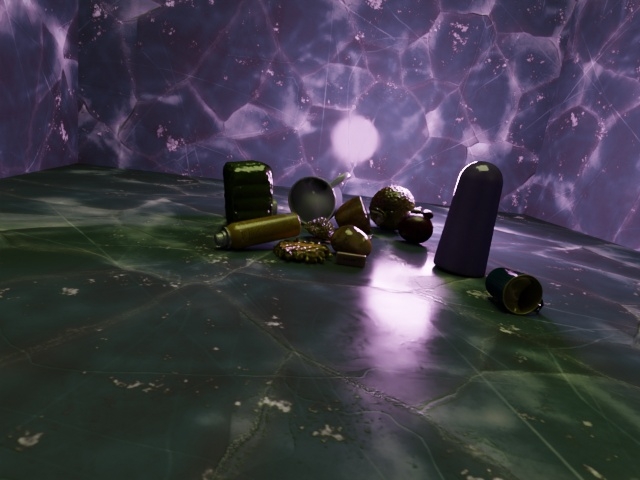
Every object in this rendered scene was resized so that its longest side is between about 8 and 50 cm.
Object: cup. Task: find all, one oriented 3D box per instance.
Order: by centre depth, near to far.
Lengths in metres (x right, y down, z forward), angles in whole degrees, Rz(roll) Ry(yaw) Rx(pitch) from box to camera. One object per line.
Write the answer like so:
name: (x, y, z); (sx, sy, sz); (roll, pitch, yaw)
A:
cup: (0.646, 0.169, 1.432); (0.176, 0.131, 0.155); (36, 5, -10)
cup: (0.022, -0.253, 2.344); (0.259, 0.356, 0.274); (53, 15, 0)

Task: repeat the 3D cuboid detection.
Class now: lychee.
lychee: (0.402, -0.182, 2.426); (0.269, 0.270, 0.320); (7, 32, -2)

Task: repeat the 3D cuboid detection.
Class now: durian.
durian: (-0.007, -0.060, 1.977); (0.146, 0.103, 0.208); (18, 6, 18)

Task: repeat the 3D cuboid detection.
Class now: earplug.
earplug: (0.616, -0.094, 1.761); (0.215, 0.457, 0.215); (10, 12, -2)

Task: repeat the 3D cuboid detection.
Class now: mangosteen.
mangosteen: (0.489, -0.082, 2.199); (0.199, 0.200, 0.200); (7, 13, -2)

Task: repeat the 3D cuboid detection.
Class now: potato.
potato: (0.129, 0.003, 1.789); (0.175, 0.137, 0.137); (11, 14, 4)

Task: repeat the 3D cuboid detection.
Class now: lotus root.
lotus root: (0.169, -0.107, 2.261); (0.179, 0.199, 0.188); (-19, -30, 8)

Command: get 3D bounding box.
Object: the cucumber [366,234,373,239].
cucumber: (0.195, 0.005, 1.990); (0.070, 0.046, 0.220); (8, 12, 11)

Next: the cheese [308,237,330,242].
cheese: (0.000, 0.001, 1.950); (0.111, 0.017, 0.047); (7, 16, -5)

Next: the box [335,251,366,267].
box: (0.115, 0.073, 1.649); (0.115, 0.048, 0.025); (9, 9, 1)

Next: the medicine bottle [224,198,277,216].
medicine bottle: (-0.353, -0.167, 2.200); (0.250, 0.131, 0.131); (2, 15, -24)

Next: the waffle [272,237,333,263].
waffle: (-0.072, 0.037, 1.695); (0.228, 0.051, 0.231); (-1, 15, -21)

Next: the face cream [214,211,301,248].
face cream: (-0.249, -0.035, 1.706); (0.348, 0.105, 0.105); (-13, 23, -33)

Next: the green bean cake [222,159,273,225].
green bean cake: (-0.305, -0.180, 1.894); (0.217, 0.335, 0.319); (-7, 20, -17)
